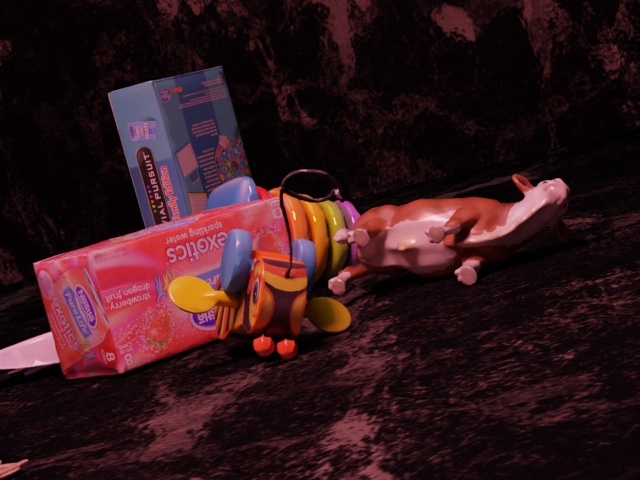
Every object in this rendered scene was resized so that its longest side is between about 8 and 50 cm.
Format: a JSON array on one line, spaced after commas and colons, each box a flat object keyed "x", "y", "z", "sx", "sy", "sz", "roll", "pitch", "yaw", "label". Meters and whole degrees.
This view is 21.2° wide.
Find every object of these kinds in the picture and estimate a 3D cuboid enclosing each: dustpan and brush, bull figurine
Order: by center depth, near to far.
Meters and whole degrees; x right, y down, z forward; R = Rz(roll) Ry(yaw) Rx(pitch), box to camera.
[{"x": 0.154, "y": -0.005, "z": 2.089, "sx": 0.310, "sy": 0.101, "sz": 0.188, "roll": -11, "pitch": 8, "yaw": 32, "label": "bull figurine"}, {"x": -0.323, "y": 0.141, "z": 2.207, "sx": 0.211, "sy": 0.060, "sz": 0.147, "roll": -20, "pitch": -2, "yaw": 21, "label": "dustpan and brush"}]

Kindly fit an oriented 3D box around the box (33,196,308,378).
[{"x": -0.180, "y": 0.057, "z": 2.119, "sx": 0.300, "sy": 0.154, "sz": 0.142, "roll": -17, "pitch": 6, "yaw": -39, "label": "box"}]

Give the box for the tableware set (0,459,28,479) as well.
[{"x": -0.358, "y": 0.222, "z": 1.568, "sx": 0.141, "sy": 0.020, "sz": 0.169, "roll": -19, "pitch": 6, "yaw": -38, "label": "tableware set"}]

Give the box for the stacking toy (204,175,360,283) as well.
[{"x": 0.000, "y": 0.000, "z": 2.393, "sx": 0.302, "sy": 0.175, "sz": 0.166, "roll": -2, "pitch": -6, "yaw": -26, "label": "stacking toy"}]

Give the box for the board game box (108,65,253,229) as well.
[{"x": -0.187, "y": -0.081, "z": 2.574, "sx": 0.079, "sy": 0.336, "sz": 0.254, "roll": -13, "pitch": 5, "yaw": 23, "label": "board game box"}]

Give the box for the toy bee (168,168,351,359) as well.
[{"x": -0.067, "y": 0.062, "z": 1.847, "sx": 0.195, "sy": 0.162, "sz": 0.298, "roll": 1, "pitch": -25, "yaw": 4, "label": "toy bee"}]
